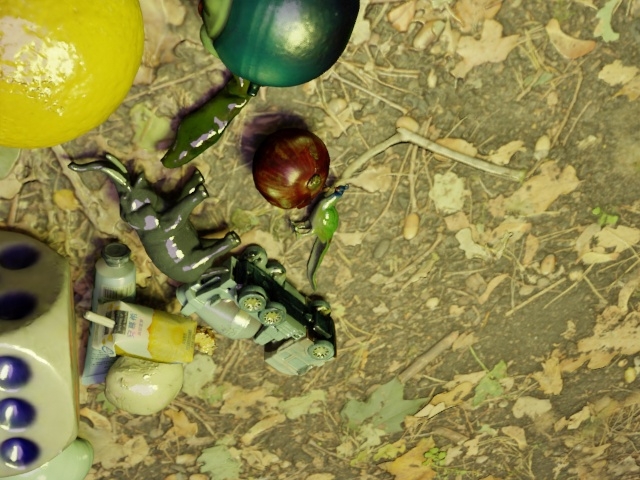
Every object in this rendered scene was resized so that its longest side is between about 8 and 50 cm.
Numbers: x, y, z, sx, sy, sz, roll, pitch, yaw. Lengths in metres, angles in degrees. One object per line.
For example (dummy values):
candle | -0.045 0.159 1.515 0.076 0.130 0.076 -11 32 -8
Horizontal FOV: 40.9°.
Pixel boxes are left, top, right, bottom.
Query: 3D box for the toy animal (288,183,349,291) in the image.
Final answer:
toy animal | -0.015 -0.001 1.337 0.075 0.041 0.217 -1 129 -24

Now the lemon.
lemon | -0.332 -0.239 0.934 0.293 0.293 0.293 -8 126 -11

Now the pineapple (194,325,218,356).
pineapple | -0.199 0.161 1.410 0.083 0.019 0.045 28 118 -32

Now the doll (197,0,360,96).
doll | -0.036 -0.315 1.007 0.186 0.198 0.322 23 122 0

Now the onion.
onion | -0.044 -0.103 1.211 0.118 0.118 0.117 26 91 -30

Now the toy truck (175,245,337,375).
toy truck | -0.096 0.119 1.362 0.140 0.108 0.256 -33 126 24

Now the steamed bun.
steamed bun | -0.274 0.227 1.367 0.130 0.091 0.112 -27 146 -40

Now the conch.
conch | -0.485 0.376 1.430 0.185 0.121 0.221 -24 139 39

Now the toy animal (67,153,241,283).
toy animal | -0.217 -0.044 1.219 0.137 0.082 0.269 -34 117 7

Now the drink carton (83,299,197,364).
drink carton | -0.278 0.133 1.259 0.074 0.084 0.200 -9 158 42

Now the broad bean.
broad bean | -0.146 -0.173 1.173 0.061 0.046 0.195 21 118 -36

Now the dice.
dice | -0.459 0.151 1.180 0.243 0.251 0.259 -1 125 -15

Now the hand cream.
hand cream | -0.323 0.122 1.326 0.091 0.058 0.271 -8 131 -26
